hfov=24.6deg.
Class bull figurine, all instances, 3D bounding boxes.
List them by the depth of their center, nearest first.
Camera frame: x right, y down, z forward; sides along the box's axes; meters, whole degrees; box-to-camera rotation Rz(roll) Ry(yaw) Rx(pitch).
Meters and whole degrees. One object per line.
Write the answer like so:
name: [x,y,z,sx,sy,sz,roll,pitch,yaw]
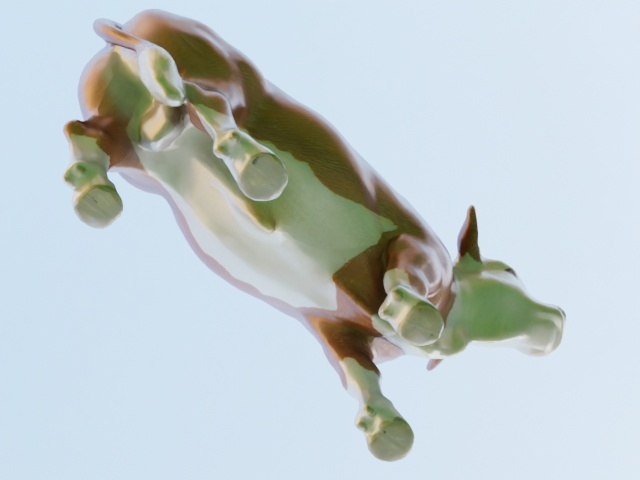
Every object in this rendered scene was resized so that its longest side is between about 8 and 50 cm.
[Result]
bull figurine: [0.000,0.000,0.753,0.310,0.101,0.188,35,-165,-14]
